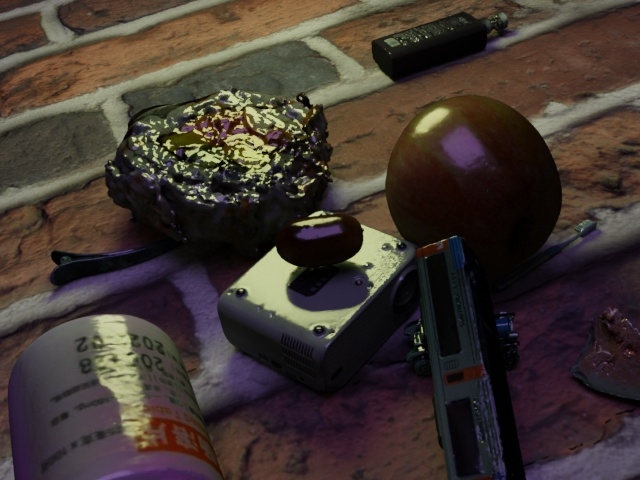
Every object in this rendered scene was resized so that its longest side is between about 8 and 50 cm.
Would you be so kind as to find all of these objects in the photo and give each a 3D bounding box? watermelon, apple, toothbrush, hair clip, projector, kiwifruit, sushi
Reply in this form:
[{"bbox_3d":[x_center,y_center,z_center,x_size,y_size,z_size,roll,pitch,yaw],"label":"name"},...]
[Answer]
[{"bbox_3d":[0.385,0.155,1.052,0.101,0.080,0.155,-37,61,-17],"label":"watermelon"},{"bbox_3d":[0.229,-0.079,1.224,0.257,0.256,0.234,-26,42,-20],"label":"apple"},{"bbox_3d":[0.344,0.020,1.263,0.219,0.016,0.019,-30,41,-23],"label":"toothbrush"},{"bbox_3d":[-0.338,0.028,1.395,0.230,0.039,0.070,-10,39,-8],"label":"hair clip"},{"bbox_3d":[0.008,0.078,1.192,0.198,0.108,0.250,23,49,33],"label":"projector"},{"bbox_3d":[0.000,0.000,1.148,0.124,0.075,0.075,-12,38,5],"label":"kiwifruit"},{"bbox_3d":[-0.167,-0.125,1.434,0.418,0.175,0.417,-1,35,1],"label":"sushi"}]

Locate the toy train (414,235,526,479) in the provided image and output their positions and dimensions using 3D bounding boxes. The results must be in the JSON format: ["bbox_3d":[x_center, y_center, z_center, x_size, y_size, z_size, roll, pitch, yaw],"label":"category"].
[{"bbox_3d":[0.176,0.185,0.982,0.089,0.086,0.409,-17,51,18],"label":"toy train"}]

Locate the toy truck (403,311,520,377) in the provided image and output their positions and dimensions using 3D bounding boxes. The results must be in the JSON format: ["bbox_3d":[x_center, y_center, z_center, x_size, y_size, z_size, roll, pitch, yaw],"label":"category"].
[{"bbox_3d":[0.190,0.126,1.117,0.154,0.078,0.080,-6,37,6],"label":"toy truck"}]

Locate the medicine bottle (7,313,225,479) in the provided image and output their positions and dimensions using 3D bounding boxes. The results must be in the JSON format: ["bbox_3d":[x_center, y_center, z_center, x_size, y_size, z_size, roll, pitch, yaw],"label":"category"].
[{"bbox_3d":[-0.218,0.274,0.909,0.219,0.219,0.388,-19,38,-12],"label":"medicine bottle"}]

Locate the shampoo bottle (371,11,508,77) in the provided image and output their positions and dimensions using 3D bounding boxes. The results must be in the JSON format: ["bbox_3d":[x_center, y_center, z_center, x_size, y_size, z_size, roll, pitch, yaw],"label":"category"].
[{"bbox_3d":[0.271,-0.441,1.807,0.310,0.071,0.098,-21,39,-13],"label":"shampoo bottle"}]
